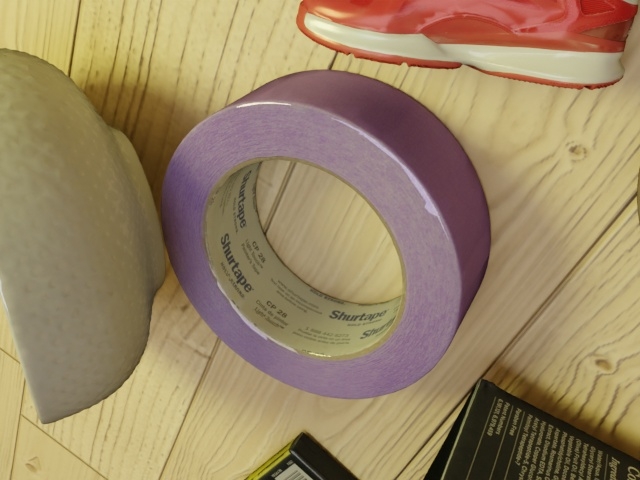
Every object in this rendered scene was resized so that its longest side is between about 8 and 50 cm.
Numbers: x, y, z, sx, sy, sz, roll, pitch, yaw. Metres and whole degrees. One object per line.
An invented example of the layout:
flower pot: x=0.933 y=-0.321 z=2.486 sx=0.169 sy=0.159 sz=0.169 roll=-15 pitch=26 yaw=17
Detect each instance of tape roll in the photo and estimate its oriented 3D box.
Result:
tape roll: x=0.000 y=0.000 z=0.596 sx=0.274 sy=0.090 sz=0.275 roll=14 pitch=124 yaw=21

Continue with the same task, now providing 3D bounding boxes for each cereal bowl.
cereal bowl: x=-0.238 y=-0.013 z=0.647 sx=0.339 sy=0.141 sz=0.339 roll=43 pitch=142 yaw=47

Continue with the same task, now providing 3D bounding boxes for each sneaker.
sneaker: x=0.095 y=-0.179 z=0.453 sx=0.221 sy=0.087 sz=0.128 roll=11 pitch=115 yaw=10

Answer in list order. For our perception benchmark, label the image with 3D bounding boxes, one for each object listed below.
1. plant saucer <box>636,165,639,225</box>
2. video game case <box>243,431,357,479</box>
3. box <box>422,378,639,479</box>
plant saucer: x=0.342 y=-0.031 z=0.414 sx=0.277 sy=0.041 sz=0.278 roll=14 pitch=124 yaw=22
video game case: x=0.012 y=0.385 z=0.855 sx=0.275 sy=0.035 sz=0.248 roll=42 pitch=129 yaw=0
box: x=0.199 y=0.351 z=0.594 sx=0.312 sy=0.179 sz=0.343 roll=25 pitch=127 yaw=12
